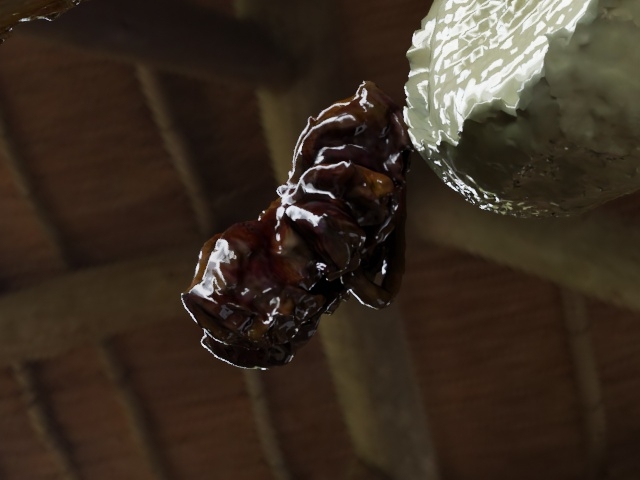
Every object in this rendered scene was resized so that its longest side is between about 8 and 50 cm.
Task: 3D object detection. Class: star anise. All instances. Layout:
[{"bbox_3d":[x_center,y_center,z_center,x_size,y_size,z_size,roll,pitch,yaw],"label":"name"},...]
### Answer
[{"bbox_3d":[0.000,0.000,1.218,0.126,0.220,0.190,38,-2,16],"label":"star anise"}]

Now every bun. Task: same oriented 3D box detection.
[{"bbox_3d":[0.162,-0.116,0.954,0.152,0.259,0.259,29,-24,-19],"label":"bun"}]

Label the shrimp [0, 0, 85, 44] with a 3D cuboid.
[{"bbox_3d":[-0.098,-0.068,0.413,0.095,0.162,0.045,-94,177,-72],"label":"shrimp"}]
